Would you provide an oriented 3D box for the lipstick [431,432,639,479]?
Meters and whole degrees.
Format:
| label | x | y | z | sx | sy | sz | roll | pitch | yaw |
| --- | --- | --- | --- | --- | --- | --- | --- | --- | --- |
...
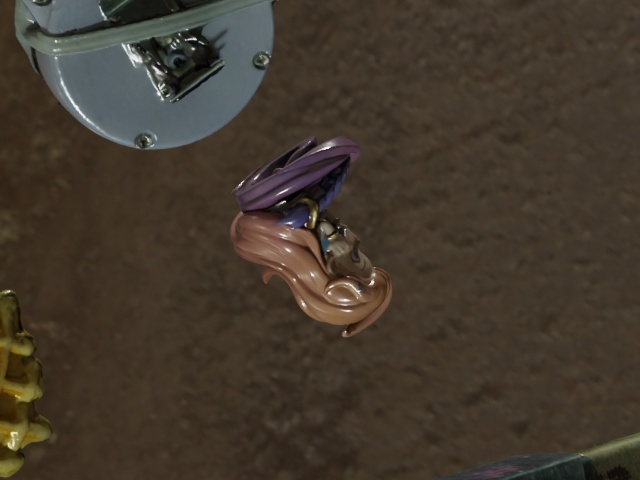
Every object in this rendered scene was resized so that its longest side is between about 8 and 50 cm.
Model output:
| label | x | y | z | sx | sy | sz | roll | pitch | yaw |
| --- | --- | --- | --- | --- | --- | --- | --- | --- | --- |
| lipstick | 0.163 | 0.138 | 1.014 | 0.051 | 0.312 | 0.051 | -11 | 88 | 40 |

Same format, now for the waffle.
| label | x | y | z | sx | sy | sz | roll | pitch | yaw |
| --- | --- | --- | --- | --- | --- | --- | --- | --- | --- |
| waffle | -0.368 | 0.138 | 1.640 | 0.250 | 0.261 | 0.056 | -38 | 26 | -30 |

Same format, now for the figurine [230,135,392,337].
| label | x | y | z | sx | sy | sz | roll | pitch | yaw |
| --- | --- | --- | --- | --- | --- | --- | --- | --- | --- |
| figurine | -0.010 | 0.000 | 1.355 | 0.114 | 0.157 | 0.126 | -14 | 14 | -3 |

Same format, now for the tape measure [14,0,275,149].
| label | x | y | z | sx | sy | sz | roll | pitch | yaw |
| --- | --- | --- | --- | --- | --- | --- | --- | --- | --- |
| tape measure | -0.121 | -0.159 | 1.258 | 0.182 | 0.181 | 0.107 | -43 | 28 | -4 |
